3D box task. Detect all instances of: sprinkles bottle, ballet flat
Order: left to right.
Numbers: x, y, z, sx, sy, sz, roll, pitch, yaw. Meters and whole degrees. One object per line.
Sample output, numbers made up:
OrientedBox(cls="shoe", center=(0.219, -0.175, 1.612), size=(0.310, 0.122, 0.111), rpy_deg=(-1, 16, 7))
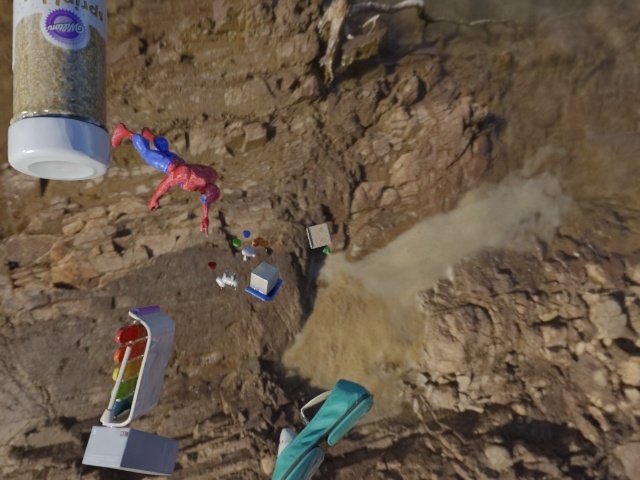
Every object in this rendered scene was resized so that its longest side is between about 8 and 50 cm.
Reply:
OrientedBox(cls="sprinkles bottle", center=(-0.355, -0.267, 0.688), size=(0.121, 0.121, 0.355), rpy_deg=(-3, 81, -13))
OrientedBox(cls="ballet flat", center=(-0.015, 0.338, 0.868), size=(0.247, 0.087, 0.083), rpy_deg=(-42, 140, -22))

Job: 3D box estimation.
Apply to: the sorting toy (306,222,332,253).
OrientedBox(cls="sorting toy", center=(0.000, 0.000, 1.324), size=(0.062, 0.012, 0.083), rpy_deg=(-14, 92, -16))

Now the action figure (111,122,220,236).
OrientedBox(cls="action figure", center=(-0.275, -0.102, 0.897), size=(0.091, 0.280, 0.139), rpy_deg=(-5, 117, -50))

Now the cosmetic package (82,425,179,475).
OrientedBox(cls="cosmetic package", center=(-0.507, 0.574, 1.365), size=(0.127, 0.238, 0.107), rpy_deg=(-5, 63, 21))

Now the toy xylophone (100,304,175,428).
OrientedBox(cls="toy xylophone", center=(-0.469, 0.325, 1.267), size=(0.081, 0.236, 0.323), rpy_deg=(15, 85, 14))

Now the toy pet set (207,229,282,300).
OrientedBox(cls="toy pet set", center=(-0.127, 0.058, 0.914), size=(0.114, 0.122, 0.065), rpy_deg=(26, 133, 16))
